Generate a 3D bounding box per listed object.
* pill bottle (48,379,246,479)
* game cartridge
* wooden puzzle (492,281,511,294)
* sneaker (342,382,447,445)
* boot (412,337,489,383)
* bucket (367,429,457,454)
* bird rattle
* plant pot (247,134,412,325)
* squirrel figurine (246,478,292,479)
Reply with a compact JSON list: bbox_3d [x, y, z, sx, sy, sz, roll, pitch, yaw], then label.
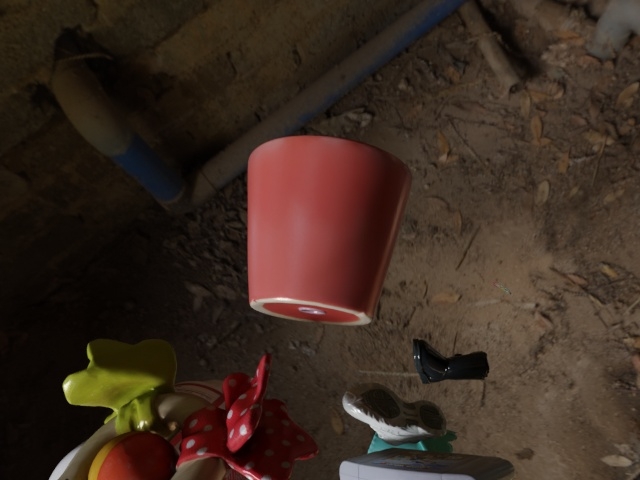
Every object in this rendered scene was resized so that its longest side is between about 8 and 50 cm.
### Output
[{"bbox_3d":[-0.243,0.372,0.969,0.228,0.407,0.229,0,92,10],"label":"pill bottle"},{"bbox_3d":[0.196,0.447,1.116,0.297,0.198,0.062,-10,73,37],"label":"game cartridge"},{"bbox_3d":[0.515,0.136,1.646,0.049,0.083,0.006,31,90,32],"label":"wooden puzzle"},{"bbox_3d":[0.132,0.360,1.148,0.232,0.115,0.090,25,38,-19],"label":"sneaker"},{"bbox_3d":[0.386,0.350,1.710,0.207,0.247,0.094,-10,53,14],"label":"boot"},{"bbox_3d":[0.218,0.577,1.464,0.183,0.281,0.281,19,76,19],"label":"bucket"},{"bbox_3d":[-0.142,0.203,0.544,0.253,0.143,0.207,12,46,32],"label":"bird rattle"},{"bbox_3d":[0.000,0.000,0.931,0.274,0.275,0.243,4,74,11],"label":"plant pot"},{"bbox_3d":[-0.111,0.801,1.529,0.280,0.397,0.371,-21,89,9],"label":"squirrel figurine"}]
